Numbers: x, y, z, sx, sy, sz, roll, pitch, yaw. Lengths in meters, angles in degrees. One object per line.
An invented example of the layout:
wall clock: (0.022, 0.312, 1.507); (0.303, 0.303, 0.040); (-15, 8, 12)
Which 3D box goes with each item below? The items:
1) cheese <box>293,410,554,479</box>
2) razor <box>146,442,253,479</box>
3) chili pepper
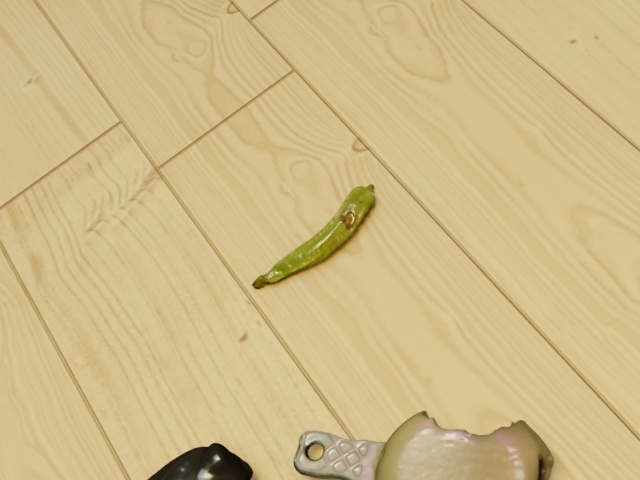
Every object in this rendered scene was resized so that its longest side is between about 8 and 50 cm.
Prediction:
cheese: (0.104, 0.252, 1.090); (0.286, 0.082, 0.163); (10, 64, 25)
razor: (-0.095, 0.390, 1.048); (0.204, 0.113, 0.349); (-41, 51, 4)
chili pepper: (0.000, 0.000, 1.295); (0.208, 0.043, 0.049); (-41, 69, -7)
